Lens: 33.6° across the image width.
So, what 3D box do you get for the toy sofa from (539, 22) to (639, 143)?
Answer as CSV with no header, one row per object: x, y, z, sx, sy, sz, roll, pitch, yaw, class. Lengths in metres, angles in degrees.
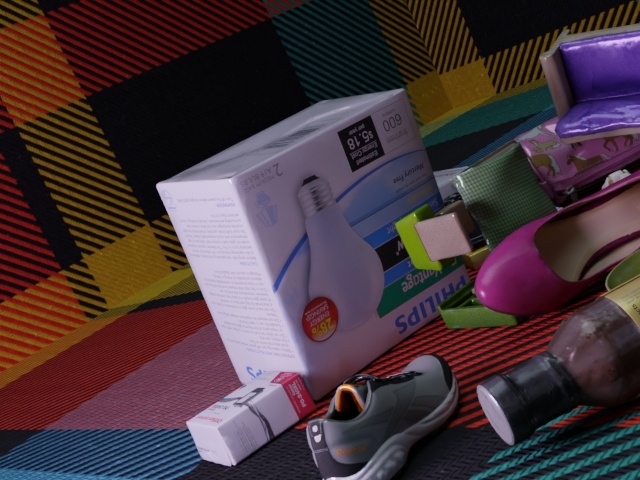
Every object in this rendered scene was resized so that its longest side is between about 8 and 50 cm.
0.566,-0.286,1.806,0.363,0.150,0.177,-3,33,36,toy sofa

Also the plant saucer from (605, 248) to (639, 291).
0.475,0.028,1.311,0.241,0.037,0.241,-25,9,4,plant saucer

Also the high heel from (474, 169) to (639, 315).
0.375,-0.022,1.429,0.377,0.127,0.181,-27,-17,-30,high heel

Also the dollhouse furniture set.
0.290,-0.024,1.585,0.302,0.197,0.151,-32,10,-34,dollhouse furniture set

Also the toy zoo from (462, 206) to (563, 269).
0.328,-0.012,1.937,0.192,0.030,0.293,-27,9,-6,toy zoo

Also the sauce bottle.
0.323,0.099,1.088,0.344,0.111,0.111,-27,9,-8,sauce bottle

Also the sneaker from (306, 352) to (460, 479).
0.077,0.192,1.230,0.100,0.108,0.271,-21,9,36,sneaker

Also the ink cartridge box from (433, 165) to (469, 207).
0.173,-0.034,2.175,0.289,0.121,0.211,-28,10,-18,ink cartridge box

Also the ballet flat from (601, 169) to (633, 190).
0.498,-0.075,1.703,0.091,0.077,0.241,-26,9,0,ballet flat

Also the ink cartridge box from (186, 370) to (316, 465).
-0.099,0.249,1.500,0.150,0.063,0.109,-30,11,-29,ink cartridge box

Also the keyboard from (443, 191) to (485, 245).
0.251,-0.032,1.957,0.317,0.033,0.201,-21,30,19,keyboard

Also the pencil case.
0.552,-0.197,1.990,0.386,0.167,0.160,-27,-9,-4,pencil case

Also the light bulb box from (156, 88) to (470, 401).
0.000,0.000,1.655,0.358,0.361,0.225,-31,19,-31,light bulb box
